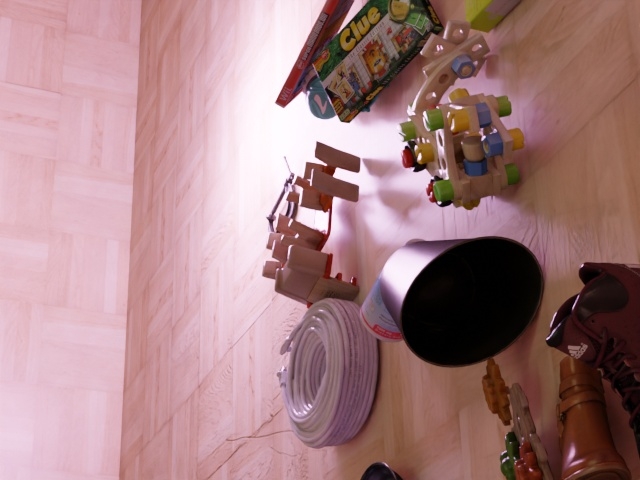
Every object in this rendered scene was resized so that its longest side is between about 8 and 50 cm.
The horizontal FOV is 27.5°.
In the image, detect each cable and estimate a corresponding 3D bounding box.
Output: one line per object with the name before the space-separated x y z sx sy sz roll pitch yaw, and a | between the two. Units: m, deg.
cable | 0.016 0.227 2.226 0.257 0.089 0.257 120 150 -43

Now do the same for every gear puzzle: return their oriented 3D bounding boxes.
gear puzzle | 0.238 0.271 1.572 0.339 0.044 0.175 -103 2 -47

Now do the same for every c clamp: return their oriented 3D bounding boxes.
c clamp | -0.080 -0.072 2.716 0.160 0.022 0.137 -64 31 34

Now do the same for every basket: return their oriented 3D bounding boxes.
basket | 0.172 0.070 1.782 0.154 0.204 0.227 60 172 -10

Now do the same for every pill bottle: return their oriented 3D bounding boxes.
pill bottle | 0.127 0.075 1.996 0.087 0.087 0.160 -101 28 -43

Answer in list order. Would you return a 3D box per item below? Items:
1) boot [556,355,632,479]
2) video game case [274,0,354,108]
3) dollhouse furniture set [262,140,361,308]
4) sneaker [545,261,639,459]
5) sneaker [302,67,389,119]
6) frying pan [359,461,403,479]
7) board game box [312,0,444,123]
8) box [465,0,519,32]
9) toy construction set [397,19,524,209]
boot | 0.292 0.199 1.443 0.197 0.073 0.152 88 -179 -76
video game case | 0.011 -0.391 2.413 0.285 0.025 0.204 -61 -3 25
dollhouse furniture set | 0.000 0.000 2.368 0.259 0.135 0.262 -85 18 -45
sneaker | 0.310 0.148 1.364 0.106 0.162 0.281 131 143 -55
sneaker | 0.046 -0.273 2.357 0.275 0.107 0.110 143 124 -62
frying pan | 0.080 0.497 1.985 0.197 0.053 0.326 -145 64 -68
board game box | 0.092 -0.328 2.208 0.260 0.030 0.136 -44 58 37
box | 0.267 -0.392 1.894 0.178 0.042 0.109 138 137 -58
toy construction set | 0.187 -0.170 1.853 0.327 0.151 0.215 -96 0 -54
